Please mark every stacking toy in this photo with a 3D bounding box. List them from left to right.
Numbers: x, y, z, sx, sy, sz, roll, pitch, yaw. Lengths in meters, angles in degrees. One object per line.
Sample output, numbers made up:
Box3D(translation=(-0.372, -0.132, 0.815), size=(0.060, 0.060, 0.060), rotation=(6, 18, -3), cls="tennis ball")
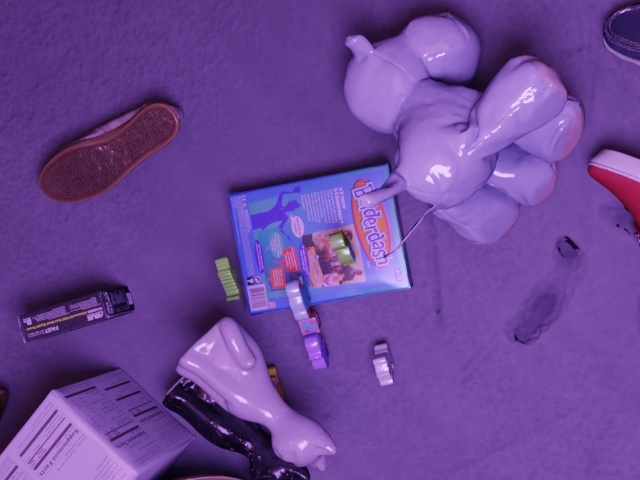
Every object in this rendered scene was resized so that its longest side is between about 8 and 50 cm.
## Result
Box3D(translation=(-0.017, 0.103, 1.175), size=(0.167, 0.052, 0.221), rotation=(-15, 113, 12), cls="stacking toy")

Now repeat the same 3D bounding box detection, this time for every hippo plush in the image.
Box3D(translation=(0.136, -0.133, 1.134), size=(0.294, 0.234, 0.236), rotation=(-34, 54, -5), cls="hippo plush")

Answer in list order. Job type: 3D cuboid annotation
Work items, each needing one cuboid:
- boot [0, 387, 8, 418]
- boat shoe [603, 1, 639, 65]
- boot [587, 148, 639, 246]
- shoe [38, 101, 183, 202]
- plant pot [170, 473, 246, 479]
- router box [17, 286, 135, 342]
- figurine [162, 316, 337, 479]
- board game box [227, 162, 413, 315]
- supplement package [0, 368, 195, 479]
Box3D(translation=(-0.579, 0.238, 1.305), size=(0.283, 0.109, 0.220), rotation=(-45, 80, 16), cls="boot")
Box3D(translation=(0.438, -0.240, 1.072), size=(0.255, 0.079, 0.095), rotation=(15, 88, 34), cls="boat shoe")
Box3D(translation=(0.391, 0.017, 1.125), size=(0.244, 0.088, 0.176), rotation=(34, 99, 4), cls="boot")
Box3D(translation=(-0.272, -0.117, 1.258), size=(0.219, 0.058, 0.076), rotation=(-26, 107, 14), cls="shoe")
Box3D(translation=(-0.167, 0.378, 1.198), size=(0.236, 0.032, 0.236), rotation=(-11, 122, -18), cls="plant pot")
Box3D(translation=(-0.318, 0.096, 1.248), size=(0.123, 0.092, 0.038), rotation=(-17, 89, 10), cls="router box")
Box3D(translation=(-0.078, 0.214, 1.151), size=(0.209, 0.215, 0.092), rotation=(44, 61, 8), cls="figurine")
Box3D(translation=(0.000, 0.000, 1.211), size=(0.210, 0.047, 0.160), rotation=(-10, 90, 11), cls="board game box")
Box3D(translation=(-0.317, 0.316, 1.197), size=(0.145, 0.204, 0.262), rotation=(41, 98, 9), cls="supplement package")
